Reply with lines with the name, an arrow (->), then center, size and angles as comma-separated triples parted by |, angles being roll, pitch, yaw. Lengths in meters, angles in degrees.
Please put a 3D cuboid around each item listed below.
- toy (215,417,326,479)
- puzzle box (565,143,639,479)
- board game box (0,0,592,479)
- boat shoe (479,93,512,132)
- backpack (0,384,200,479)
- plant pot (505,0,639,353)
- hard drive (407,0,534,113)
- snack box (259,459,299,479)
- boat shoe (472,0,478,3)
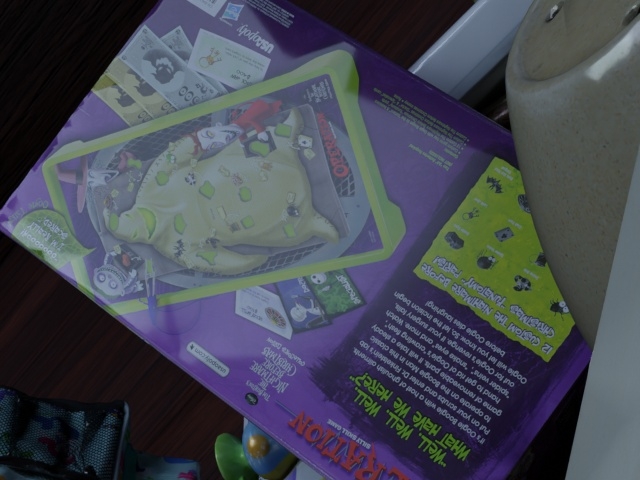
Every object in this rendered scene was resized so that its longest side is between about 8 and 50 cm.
toy -> 0.031, 0.079, 0.957 | 0.237, 0.056, 0.137 | -34, 33, 26
puzzle box -> 0.183, -0.115, 0.427 | 0.272, 0.052, 0.409 | 145, 144, -67
board game box -> 0.000, 0.000, 0.907 | 0.208, 0.347, 0.056 | -51, -27, -7
boat shoe -> 0.103, -0.029, 1.025 | 0.257, 0.095, 0.095 | -44, 12, 28
backpack -> -0.173, 0.234, 1.002 | 0.253, 0.191, 0.225 | -80, 4, -69
plant pot -> 0.186, -0.052, 0.661 | 0.284, 0.191, 0.284 | -48, 17, 20
hard drive -> 0.100, -0.105, 1.060 | 0.353, 0.047, 0.233 | -44, -6, 1
snack box -> -0.013, 0.163, 1.035 | 0.141, 0.037, 0.100 | -56, 15, -13
boat shoe -> 0.182, -0.206, 1.280 | 0.153, 0.048, 0.056 | -24, 20, 47
